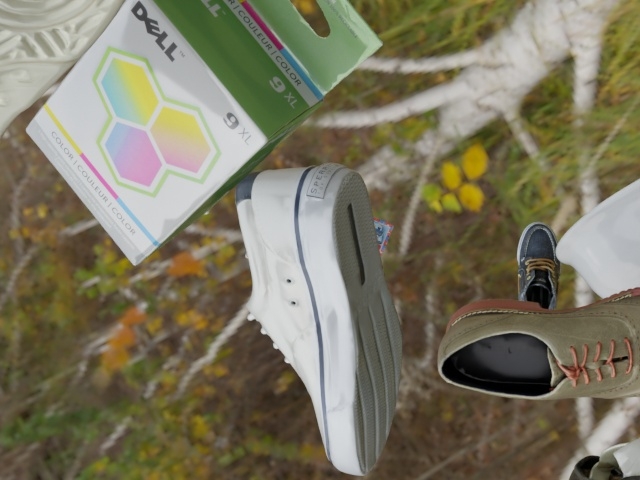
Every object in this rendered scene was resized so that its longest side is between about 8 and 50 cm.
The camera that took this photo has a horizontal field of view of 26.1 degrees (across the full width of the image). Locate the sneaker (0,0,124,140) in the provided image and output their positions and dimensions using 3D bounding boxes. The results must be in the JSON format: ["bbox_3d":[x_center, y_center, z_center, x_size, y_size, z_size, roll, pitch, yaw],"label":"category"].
[{"bbox_3d":[-0.184,-0.109,0.625,0.350,0.131,0.148,-53,41,34],"label":"sneaker"}]

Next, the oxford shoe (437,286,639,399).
[{"bbox_3d":[0.294,0.128,1.472,0.348,0.130,0.123,-6,104,20],"label":"oxford shoe"}]

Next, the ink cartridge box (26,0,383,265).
[{"bbox_3d":[-0.073,-0.084,0.780,0.109,0.062,0.209,51,134,-1],"label":"ink cartridge box"}]

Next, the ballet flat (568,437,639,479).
[{"bbox_3d":[0.287,0.227,1.251,0.280,0.095,0.096,151,135,-74],"label":"ballet flat"}]

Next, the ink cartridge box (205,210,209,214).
[{"bbox_3d":[-0.167,-0.133,1.611,0.072,0.127,0.175,-2,131,13],"label":"ink cartridge box"}]

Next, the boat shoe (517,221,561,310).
[{"bbox_3d":[0.314,0.049,1.968,0.083,0.065,0.183,79,-166,-68],"label":"boat shoe"}]

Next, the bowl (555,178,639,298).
[{"bbox_3d":[0.443,0.003,1.653,0.134,0.297,0.298,64,153,17],"label":"bowl"}]

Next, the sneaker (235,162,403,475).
[{"bbox_3d":[-0.002,0.055,0.997,0.091,0.094,0.258,8,123,27],"label":"sneaker"}]

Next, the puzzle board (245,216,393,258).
[{"bbox_3d":[0.000,0.000,1.415,0.128,0.096,0.011,23,158,1],"label":"puzzle board"}]
